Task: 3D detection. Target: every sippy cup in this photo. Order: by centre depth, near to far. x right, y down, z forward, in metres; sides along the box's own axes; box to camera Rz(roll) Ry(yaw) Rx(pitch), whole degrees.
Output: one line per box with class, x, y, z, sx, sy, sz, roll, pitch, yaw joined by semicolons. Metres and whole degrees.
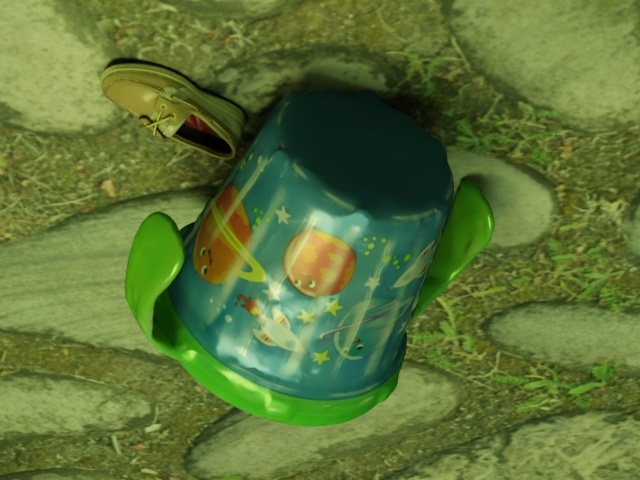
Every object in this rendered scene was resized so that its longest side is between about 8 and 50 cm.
sippy cup;0.000;0.000;1.663;0.240;0.305;0.224;33;129;5

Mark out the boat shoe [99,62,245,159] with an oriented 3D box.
boat shoe;-0.123;-0.108;1.651;0.135;0.045;0.050;20;140;-23
